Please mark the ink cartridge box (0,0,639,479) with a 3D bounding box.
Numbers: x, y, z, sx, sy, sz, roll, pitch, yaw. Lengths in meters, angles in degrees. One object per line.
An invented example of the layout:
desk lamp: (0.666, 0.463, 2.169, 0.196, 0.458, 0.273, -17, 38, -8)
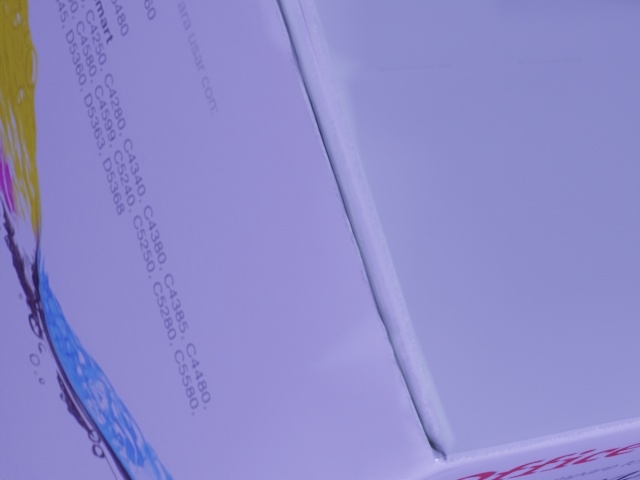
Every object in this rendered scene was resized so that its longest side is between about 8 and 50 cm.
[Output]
ink cartridge box: (0.000, 0.000, 0.603, 0.198, 0.270, 0.197, -6, 72, -37)
